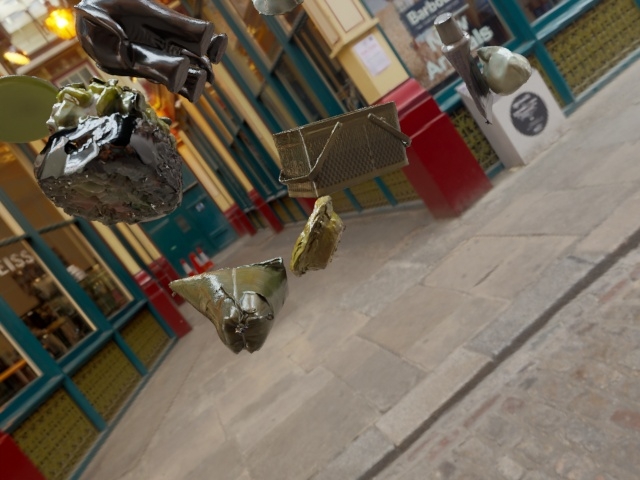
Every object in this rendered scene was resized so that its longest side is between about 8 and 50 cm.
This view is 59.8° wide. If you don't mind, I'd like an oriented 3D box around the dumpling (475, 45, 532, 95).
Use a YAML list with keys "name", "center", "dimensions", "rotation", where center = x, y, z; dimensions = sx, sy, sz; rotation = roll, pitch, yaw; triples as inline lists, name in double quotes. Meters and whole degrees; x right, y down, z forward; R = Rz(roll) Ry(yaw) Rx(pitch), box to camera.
- name: "dumpling"
  center: [0.418, -0.404, 1.294]
  dimensions: [0.100, 0.134, 0.169]
  rotation: [-45, 5, 23]

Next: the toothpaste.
- name: "toothpaste"
  center: [0.340, -0.397, 1.280]
  dimensions: [0.099, 0.282, 0.068]
  rotation: [-53, 36, -12]

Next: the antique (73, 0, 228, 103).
- name: "antique"
  center: [-0.340, -0.398, 1.102]
  dimensions: [0.322, 0.255, 0.185]
  rotation: [-67, -3, -79]

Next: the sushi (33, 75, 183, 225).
- name: "sushi"
  center: [-0.493, -0.217, 1.361]
  dimensions: [0.327, 0.285, 0.328]
  rotation: [-15, -27, 24]

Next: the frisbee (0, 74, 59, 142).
- name: "frisbee"
  center: [-0.758, -0.324, 1.406]
  dimensions: [0.236, 0.017, 0.236]
  rotation: [-22, -24, -10]

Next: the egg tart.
- name: "egg tart"
  center: [0.000, 0.000, 1.769]
  dimensions: [0.295, 0.116, 0.295]
  rotation: [90, -154, -76]

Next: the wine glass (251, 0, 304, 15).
- name: "wine glass"
  center: [-0.131, -0.702, 1.387]
  dimensions: [0.156, 0.156, 0.232]
  rotation: [-36, -32, -8]

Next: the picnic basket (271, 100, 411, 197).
- name: "picnic basket"
  center: [0.045, -0.193, 1.182]
  dimensions: [0.266, 0.139, 0.165]
  rotation: [-21, 14, -24]

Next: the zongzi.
- name: "zongzi"
  center: [-0.293, 0.202, 1.536]
  dimensions: [0.418, 0.182, 0.447]
  rotation: [-3, 18, 8]
